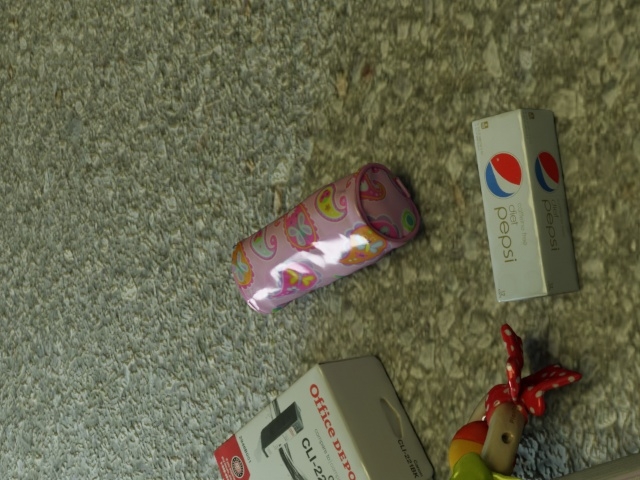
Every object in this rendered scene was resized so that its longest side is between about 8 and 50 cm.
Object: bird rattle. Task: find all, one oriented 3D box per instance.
[{"bbox_3d":[0.192,0.233,1.362,0.207,0.143,0.254,124,160,-64],"label":"bird rattle"}]

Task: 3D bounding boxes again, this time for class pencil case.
[{"bbox_3d":[0.000,0.000,1.579,0.284,0.124,0.124,-31,71,43],"label":"pencil case"}]

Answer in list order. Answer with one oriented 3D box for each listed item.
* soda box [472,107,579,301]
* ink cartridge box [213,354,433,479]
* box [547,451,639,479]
[{"bbox_3d":[0.238,-0.041,1.363,0.073,0.069,0.216,-12,85,45],"label":"soda box"},{"bbox_3d":[-0.002,0.306,1.597,0.273,0.114,0.197,-44,62,37],"label":"ink cartridge box"},{"bbox_3d":[0.263,0.280,1.216,0.323,0.067,0.063,-18,95,3],"label":"box"}]
